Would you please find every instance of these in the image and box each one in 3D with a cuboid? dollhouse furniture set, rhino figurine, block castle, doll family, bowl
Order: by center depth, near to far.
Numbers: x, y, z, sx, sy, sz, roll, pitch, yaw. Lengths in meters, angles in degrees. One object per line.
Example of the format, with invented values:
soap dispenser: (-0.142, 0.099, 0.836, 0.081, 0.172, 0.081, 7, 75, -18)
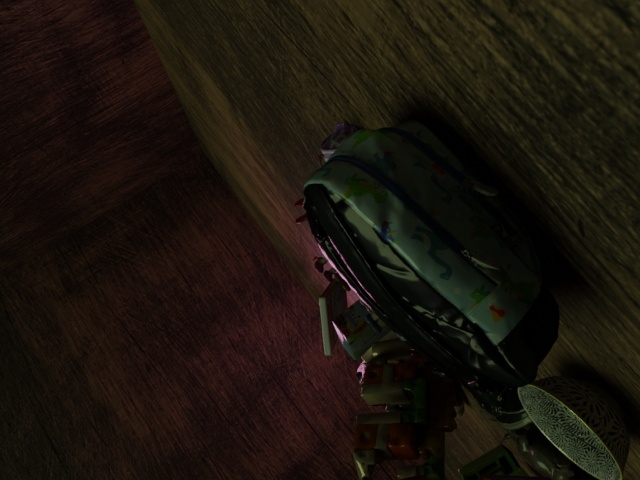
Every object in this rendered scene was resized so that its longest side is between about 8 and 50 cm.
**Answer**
bowl: (0.392, 0.262, 0.666, 0.170, 0.080, 0.170, 51, 168, 15)
rhino figurine: (0.448, 0.425, 0.934, 0.106, 0.073, 0.243, 61, 169, -16)
doll family: (0.123, 0.062, 0.982, 0.263, 0.163, 0.118, 46, -158, -5)
block castle: (0.248, 0.457, 1.045, 0.303, 0.212, 0.453, 57, -149, -29)
dollhouse furniture set: (0.546, 0.763, 1.227, 0.302, 0.151, 0.197, 58, 179, -16)

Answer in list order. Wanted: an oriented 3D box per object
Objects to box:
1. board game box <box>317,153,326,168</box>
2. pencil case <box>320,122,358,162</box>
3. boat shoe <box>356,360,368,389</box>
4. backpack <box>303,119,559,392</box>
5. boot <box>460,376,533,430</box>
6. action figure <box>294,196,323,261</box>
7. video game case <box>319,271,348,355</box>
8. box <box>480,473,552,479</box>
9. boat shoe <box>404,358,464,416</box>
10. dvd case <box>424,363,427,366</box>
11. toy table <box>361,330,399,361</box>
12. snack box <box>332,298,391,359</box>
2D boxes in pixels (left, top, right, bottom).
board game box: (0.035, -0.083, 1.073, 0.281, 0.027, 0.145, 74, -179, -74)
pencil case: (0.072, -0.121, 0.873, 0.086, 0.088, 0.206, -7, 130, 25)
boat shoe: (0.145, 0.417, 1.343, 0.084, 0.079, 0.233, 50, 163, 3)
backpack: (0.134, 0.007, 0.640, 0.355, 0.273, 0.290, 32, 170, 1)
boot: (0.344, 0.282, 0.914, 0.179, 0.085, 0.236, 55, 169, 11)
action figure: (0.000, 0.000, 1.256, 0.280, 0.139, 0.092, 38, -143, -41)
video game case: (0.052, 0.243, 1.557, 0.285, 0.025, 0.204, -44, -50, -69)
box: (0.504, 0.656, 1.035, 0.057, 0.200, 0.293, -65, -41, -52)
boat shoe: (0.326, 0.460, 1.413, 0.302, 0.113, 0.103, 27, 150, 59)
dvd case: (0.348, 0.439, 1.528, 0.087, 0.013, 0.119, 51, 167, 15)
toy table: (0.185, 0.312, 1.459, 0.274, 0.160, 0.252, 37, 160, 53)
snack box: (0.142, 0.211, 1.211, 0.070, 0.207, 0.175, 47, 166, 33)
